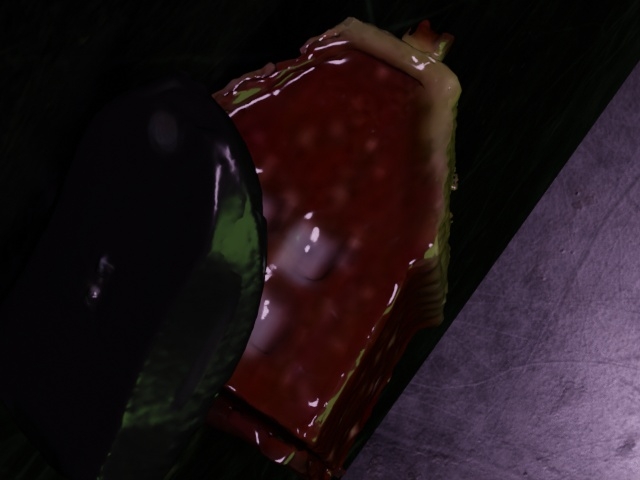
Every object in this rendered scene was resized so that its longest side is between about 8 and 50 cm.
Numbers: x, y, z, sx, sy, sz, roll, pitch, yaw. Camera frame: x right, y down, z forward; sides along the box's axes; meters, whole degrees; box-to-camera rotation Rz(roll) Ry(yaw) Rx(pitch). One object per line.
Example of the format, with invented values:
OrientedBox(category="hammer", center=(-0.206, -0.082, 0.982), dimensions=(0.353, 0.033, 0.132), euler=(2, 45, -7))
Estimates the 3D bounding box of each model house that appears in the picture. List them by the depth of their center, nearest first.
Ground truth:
OrientedBox(category="model house", center=(0.000, 0.000, 0.994), dimensions=(0.254, 0.160, 0.196), euler=(-54, 168, -8))

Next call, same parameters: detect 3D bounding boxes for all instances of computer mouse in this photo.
OrientedBox(category="computer mouse", center=(-0.083, 0.021, 0.820), dimensions=(0.073, 0.122, 0.217), euler=(0, 129, -47))
